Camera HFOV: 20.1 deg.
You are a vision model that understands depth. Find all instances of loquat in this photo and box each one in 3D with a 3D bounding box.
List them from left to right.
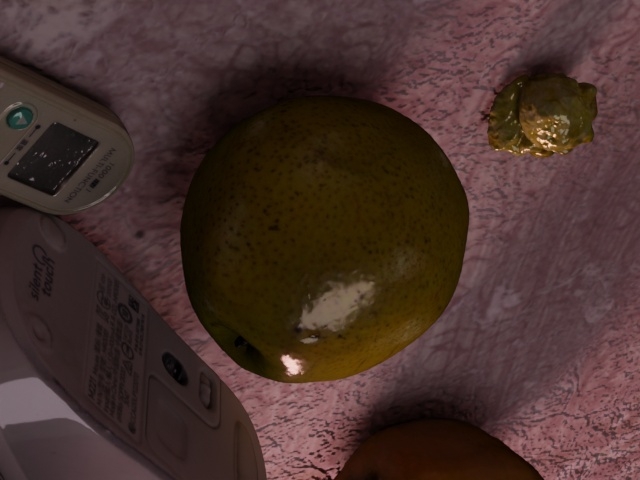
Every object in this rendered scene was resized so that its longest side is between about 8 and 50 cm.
[{"bbox_3d":[0.095,0.244,1.514,0.234,0.176,0.187,26,98,-50],"label":"loquat"}]

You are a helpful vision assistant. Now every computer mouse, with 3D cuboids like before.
[{"bbox_3d":[-0.153,0.112,1.172,0.121,0.184,0.297,-29,128,23],"label":"computer mouse"}]

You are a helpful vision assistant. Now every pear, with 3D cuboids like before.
[{"bbox_3d":[-0.001,-0.001,1.184,0.198,0.198,0.198,-18,139,-17],"label":"pear"}]

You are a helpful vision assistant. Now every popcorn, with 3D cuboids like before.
[{"bbox_3d":[0.158,-0.090,1.289,0.083,0.059,0.068,-11,172,10],"label":"popcorn"}]

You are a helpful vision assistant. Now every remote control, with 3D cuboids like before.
[{"bbox_3d":[-0.202,-0.075,1.076,0.078,0.042,0.221,-47,140,16],"label":"remote control"}]
